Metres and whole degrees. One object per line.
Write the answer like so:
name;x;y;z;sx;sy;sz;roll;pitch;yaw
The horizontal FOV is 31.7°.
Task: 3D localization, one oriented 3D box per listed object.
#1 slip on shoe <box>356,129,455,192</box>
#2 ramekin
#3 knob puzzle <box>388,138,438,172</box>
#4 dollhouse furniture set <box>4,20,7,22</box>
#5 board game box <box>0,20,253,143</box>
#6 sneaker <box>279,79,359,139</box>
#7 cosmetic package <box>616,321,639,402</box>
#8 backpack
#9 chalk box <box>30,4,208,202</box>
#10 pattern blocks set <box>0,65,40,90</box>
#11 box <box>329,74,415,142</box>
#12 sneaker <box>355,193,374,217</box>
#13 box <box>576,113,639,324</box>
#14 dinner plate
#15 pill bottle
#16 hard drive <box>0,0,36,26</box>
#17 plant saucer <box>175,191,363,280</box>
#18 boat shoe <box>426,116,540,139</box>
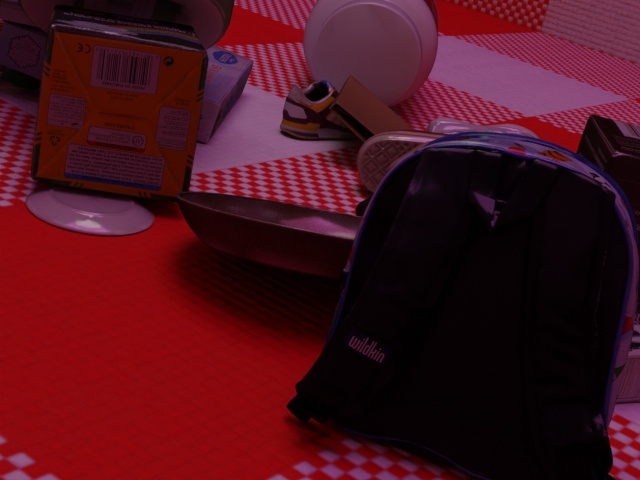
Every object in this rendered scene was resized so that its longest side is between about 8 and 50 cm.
slip on shoe;0.213;-0.093;1.534;0.331;0.123;0.101;8;17;0
ramekin;-0.245;-0.352;1.449;0.303;0.148;0.303;4;-17;1
knob puzzle;0.174;-0.058;1.358;0.213;0.213;0.030;14;56;1
dollhouse furniture set;-0.584;-0.406;1.752;0.262;0.135;0.259;23;-16;18
board game box;-0.279;-0.268;1.691;0.318;0.066;0.319;21;21;-2
sneaker;0.021;-0.203;1.732;0.069;0.084;0.185;30;27;37
cosmetic package;0.251;0.082;1.177;0.098;0.060;0.239;2;24;-29
backpack;0.141;0.044;0.925;0.276;0.263;0.213;15;21;8
chalk box;-0.246;-0.177;1.365;0.180;0.179;0.289;8;15;-13
pattern blocks set;-0.552;-0.299;1.613;0.324;0.026;0.285;30;11;15
box;0.090;-0.168;1.673;0.164;0.021;0.201;40;20;-7
sneaker;0.156;-0.014;1.343;0.222;0.118;0.083;32;61;-16
box;0.370;-0.015;1.295;0.168;0.203;0.167;12;21;-2
dinner plate;-0.254;-0.040;1.250;0.141;0.017;0.141;13;20;-5
pill bottle;0.092;-0.359;1.972;0.229;0.229;0.408;13;21;0
hard drive;-0.364;-0.353;1.642;0.307;0.040;0.203;7;32;-32
plant saucer;0.000;0.000;1.168;0.310;0.050;0.310;11;5;-1
boat shoe;0.259;-0.152;1.783;0.184;0.066;0.063;14;35;-4
